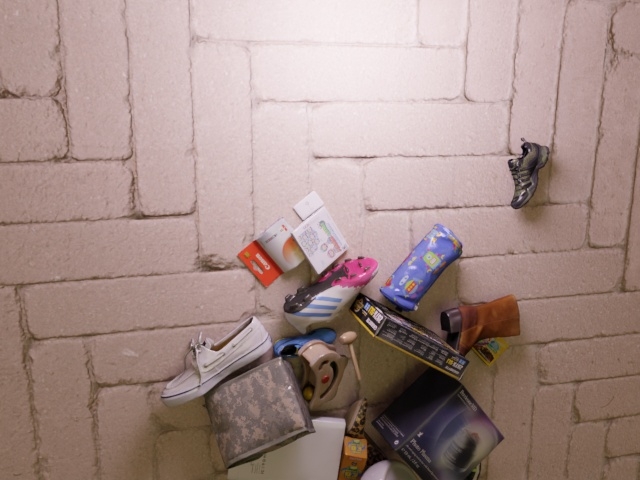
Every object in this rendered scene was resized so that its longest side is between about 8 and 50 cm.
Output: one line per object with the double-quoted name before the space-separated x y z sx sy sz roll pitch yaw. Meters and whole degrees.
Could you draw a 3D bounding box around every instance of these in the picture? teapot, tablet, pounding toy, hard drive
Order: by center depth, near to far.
"tablet" -0.036 -0.107 1.796 0.083 0.006 0.054 -39 107 -4
"pounding toy" 0.020 0.406 1.801 0.154 0.155 0.269 2 113 -42
"teapot" 0.197 0.825 1.858 0.256 0.252 0.187 17 141 -42
"hard drive" -0.110 0.671 1.890 0.353 0.047 0.233 7 100 -5

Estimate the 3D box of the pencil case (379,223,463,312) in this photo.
"pencil case" 0.325 0.093 1.864 0.133 0.119 0.306 40 90 11

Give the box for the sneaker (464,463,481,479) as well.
"sneaker" 0.483 0.846 2.079 0.097 0.084 0.235 24 95 -16

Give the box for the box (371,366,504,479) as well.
"box" 0.380 0.612 1.892 0.294 0.183 0.296 -43 114 -8

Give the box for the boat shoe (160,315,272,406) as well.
"boat shoe" -0.333 0.340 1.749 0.367 0.136 0.156 -30 107 -9

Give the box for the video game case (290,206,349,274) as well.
"video game case" 0.000 0.000 1.794 0.143 0.019 0.157 -40 109 -26

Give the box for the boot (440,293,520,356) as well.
"boot" 0.541 0.330 1.974 0.280 0.096 0.264 -9 95 -19

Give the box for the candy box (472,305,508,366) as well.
"candy box" 0.552 0.331 2.019 0.105 0.027 0.206 -46 108 -4

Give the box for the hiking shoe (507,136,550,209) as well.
"hiking shoe" 0.651 -0.216 1.912 0.114 0.086 0.227 22 90 -3

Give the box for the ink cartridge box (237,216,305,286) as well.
"ink cartridge box" -0.138 0.038 1.782 0.179 0.045 0.145 -41 107 -6

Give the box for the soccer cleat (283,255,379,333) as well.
"soccer cleat" 0.042 0.170 1.830 0.331 0.116 0.143 -28 122 -4

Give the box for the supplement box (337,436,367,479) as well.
"supplement box" 0.097 0.749 1.922 0.078 0.080 0.233 8 120 -1

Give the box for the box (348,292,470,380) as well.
"box" 0.268 0.293 1.822 0.322 0.257 0.079 29 95 -18

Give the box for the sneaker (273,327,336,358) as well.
"sneaker" -0.044 0.331 1.846 0.209 0.082 0.069 -11 102 -13

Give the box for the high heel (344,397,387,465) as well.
"high heel" 0.167 0.633 1.946 0.186 0.093 0.261 14 114 -10

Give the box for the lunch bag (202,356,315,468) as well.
"lunch bag" -0.192 0.519 1.759 0.287 0.169 0.235 -24 68 2
